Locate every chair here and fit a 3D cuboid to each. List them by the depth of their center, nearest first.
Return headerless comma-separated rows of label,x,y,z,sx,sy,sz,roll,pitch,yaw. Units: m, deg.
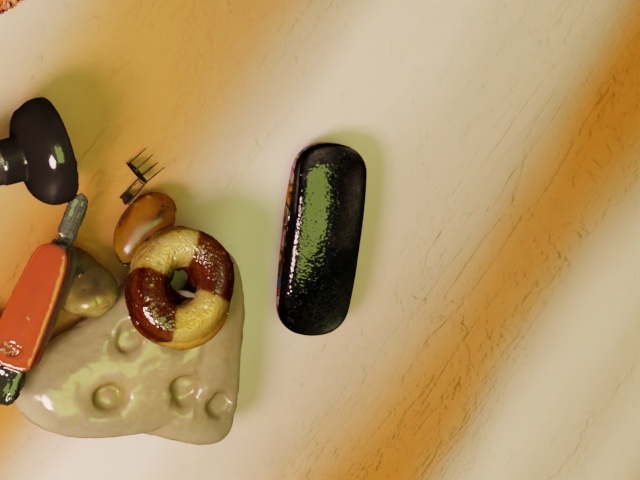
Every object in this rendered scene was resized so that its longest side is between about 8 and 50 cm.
chair,-0.282,-0.098,1.718,0.086,0.037,0.042,-48,129,-7

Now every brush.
brush,-0.408,0.080,1.621,0.070,0.051,0.323,20,83,3

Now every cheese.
cheese,-0.279,0.142,1.744,0.351,0.129,0.328,9,97,-24

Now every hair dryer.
hair dryer,-0.514,-0.044,1.606,0.320,0.155,0.284,-23,157,-21

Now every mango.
mango,-0.274,-0.021,1.720,0.127,0.077,0.063,-55,132,-7

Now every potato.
potato,-0.367,0.061,1.690,0.138,0.070,0.091,42,56,6

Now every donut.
donut,-0.205,0.067,1.663,0.166,0.073,0.184,24,77,-7

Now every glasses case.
glasses case,0.000,0.000,1.836,0.122,0.082,0.321,2,104,-24

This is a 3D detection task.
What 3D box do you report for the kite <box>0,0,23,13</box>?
kite,-0.396,-0.417,1.596,0.222,0.008,0.125,-32,112,-11
